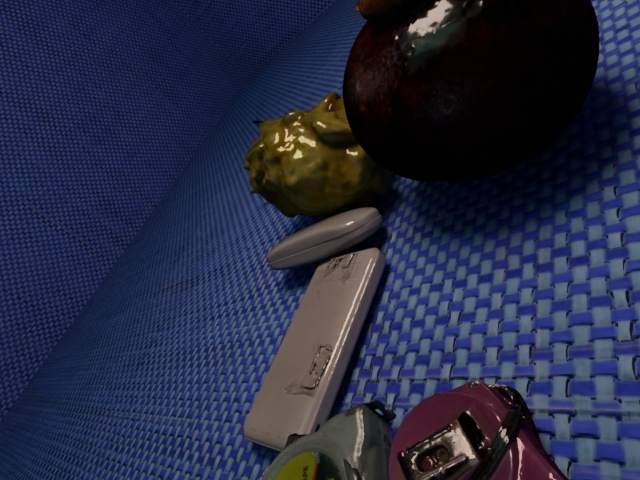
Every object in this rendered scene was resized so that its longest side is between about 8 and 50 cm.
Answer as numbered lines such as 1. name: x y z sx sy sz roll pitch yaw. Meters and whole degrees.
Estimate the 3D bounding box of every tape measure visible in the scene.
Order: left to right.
1. tape measure: 0.004 0.292 0.310 0.164 0.084 0.330 -36 28 28
2. tape measure: 0.114 0.169 0.322 0.125 0.074 0.118 -43 26 6

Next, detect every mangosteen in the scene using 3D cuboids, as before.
1. mangosteen: 0.164 -0.218 0.532 0.297 0.293 0.297 -15 -1 0

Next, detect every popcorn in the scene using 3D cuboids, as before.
1. popcorn: 0.001 -0.140 0.763 0.252 0.215 0.286 -24 18 -26

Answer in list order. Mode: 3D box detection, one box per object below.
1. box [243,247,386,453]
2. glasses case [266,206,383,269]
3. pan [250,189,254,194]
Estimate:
1. box: -0.005 0.136 0.582 0.142 0.044 0.285 -16 41 50
2. glasses case: 0.000 0.000 0.712 0.233 0.059 0.092 -20 6 45
3. pan: -0.083 -0.147 1.067 0.128 0.048 0.202 -54 29 -14
